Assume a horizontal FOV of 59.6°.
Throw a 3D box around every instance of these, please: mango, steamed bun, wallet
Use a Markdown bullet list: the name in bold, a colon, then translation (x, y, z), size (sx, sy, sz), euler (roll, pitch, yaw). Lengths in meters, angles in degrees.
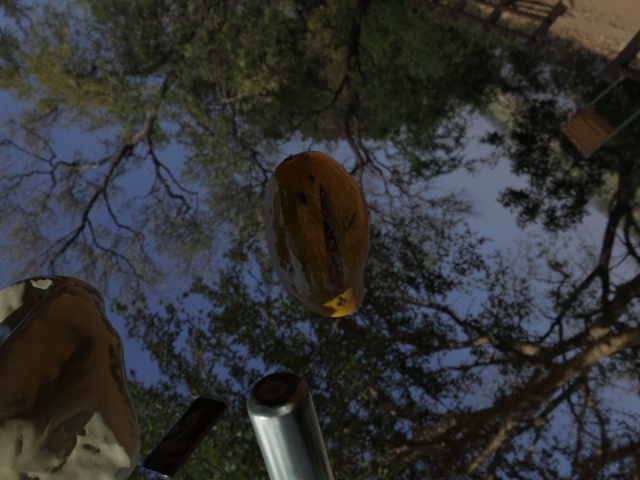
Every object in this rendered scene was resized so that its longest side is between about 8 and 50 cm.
- **mango**: translation (0.002, 0.000, 0.912), size (0.177, 0.295, 0.120), euler (-20, -166, -22)
- **steamed bun**: translation (-0.405, 0.238, 0.740), size (0.255, 0.342, 0.368), euler (-1, -145, -36)
- **wallet**: translation (-0.226, 0.328, 0.938), size (0.157, 0.082, 0.018), euler (-46, -53, -41)

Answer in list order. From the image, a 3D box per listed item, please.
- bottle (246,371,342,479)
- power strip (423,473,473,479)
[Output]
- **bottle**: translation (-0.023, 0.285, 0.721), size (0.096, 0.254, 0.079), euler (-23, -154, -23)
- **power strip**: translation (0.181, 0.370, 0.715), size (0.387, 0.092, 0.066), euler (59, -161, -76)
